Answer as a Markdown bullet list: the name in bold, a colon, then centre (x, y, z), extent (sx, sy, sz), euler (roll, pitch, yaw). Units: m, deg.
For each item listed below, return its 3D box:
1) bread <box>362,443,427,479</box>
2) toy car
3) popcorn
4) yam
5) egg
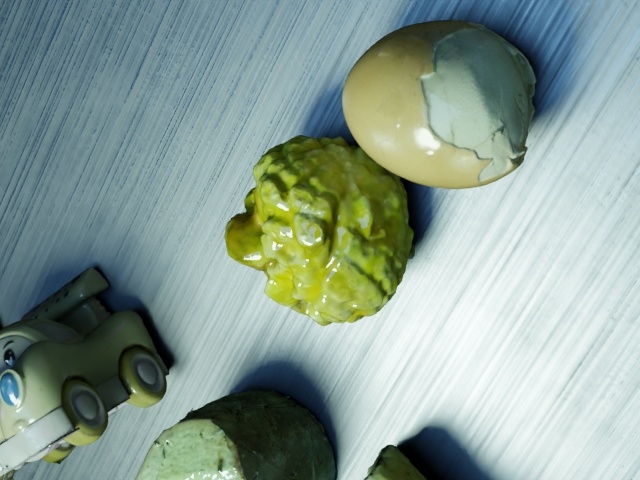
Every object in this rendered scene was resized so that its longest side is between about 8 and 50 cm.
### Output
- **bread**: centre (0.115, 0.494, 1.777), extent (0.264, 0.239, 0.395), euler (27, 108, 13)
- **toy car**: centre (-0.391, 0.196, 1.868), extent (0.242, 0.336, 0.226), euler (-33, 86, 26)
- **popcorn**: centre (0.000, 0.000, 1.733), extent (0.237, 0.206, 0.251), euler (24, 129, 0)
- **yam**: centre (-0.119, 0.309, 1.815), extent (0.202, 0.271, 0.201), euler (-25, 92, 22)
- **egg**: centre (0.138, -0.164, 1.632), extent (0.244, 0.201, 0.201), euler (9, 106, 34)
